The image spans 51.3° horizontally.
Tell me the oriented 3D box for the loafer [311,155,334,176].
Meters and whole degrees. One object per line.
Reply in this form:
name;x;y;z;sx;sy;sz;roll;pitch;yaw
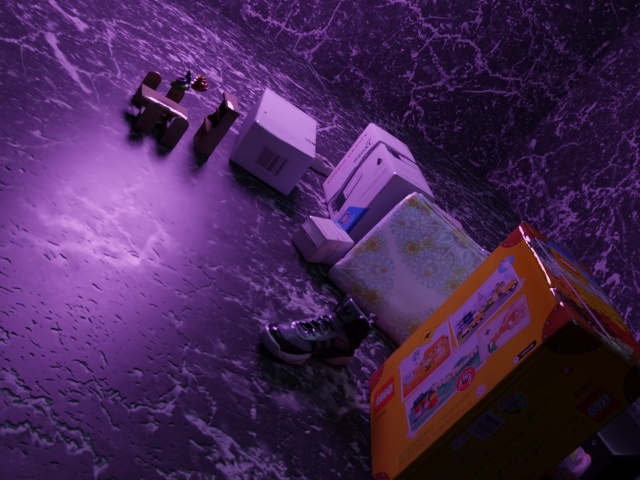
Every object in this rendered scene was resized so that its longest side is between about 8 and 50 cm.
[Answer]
loafer;-0.003;-0.267;2.380;0.125;0.045;0.039;31;6;-38

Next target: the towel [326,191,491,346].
towel;0.254;0.081;1.792;0.320;0.374;0.090;42;-22;11

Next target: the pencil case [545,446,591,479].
pencil case;0.552;0.494;1.711;0.284;0.124;0.124;44;22;13

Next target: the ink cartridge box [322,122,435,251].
ink cartridge box;0.168;-0.154;2.102;0.166;0.285;0.394;30;23;-23

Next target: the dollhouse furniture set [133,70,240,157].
dollhouse furniture set;-0.366;-0.363;1.808;0.242;0.161;0.212;27;25;-29

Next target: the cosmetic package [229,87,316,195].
cosmetic package;-0.139;-0.320;2.101;0.217;0.156;0.385;31;24;-16

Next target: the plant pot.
plant pot;0.783;0.580;1.859;0.167;0.188;0.187;6;38;-34

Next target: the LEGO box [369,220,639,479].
LEGO box;0.315;0.264;1.260;0.193;0.500;0.372;34;23;-12

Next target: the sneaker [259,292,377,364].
sneaker;0.005;0.177;1.386;0.269;0.153;0.101;16;32;-46

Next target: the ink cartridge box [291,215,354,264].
ink cartridge box;0.000;0.000;1.801;0.143;0.090;0.092;9;37;-51

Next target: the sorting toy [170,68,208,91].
sorting toy;-0.351;-0.432;1.794;0.102;0.042;0.061;-2;37;-28

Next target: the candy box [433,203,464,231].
candy box;0.381;-0.054;2.423;0.233;0.159;0.071;34;24;-17
